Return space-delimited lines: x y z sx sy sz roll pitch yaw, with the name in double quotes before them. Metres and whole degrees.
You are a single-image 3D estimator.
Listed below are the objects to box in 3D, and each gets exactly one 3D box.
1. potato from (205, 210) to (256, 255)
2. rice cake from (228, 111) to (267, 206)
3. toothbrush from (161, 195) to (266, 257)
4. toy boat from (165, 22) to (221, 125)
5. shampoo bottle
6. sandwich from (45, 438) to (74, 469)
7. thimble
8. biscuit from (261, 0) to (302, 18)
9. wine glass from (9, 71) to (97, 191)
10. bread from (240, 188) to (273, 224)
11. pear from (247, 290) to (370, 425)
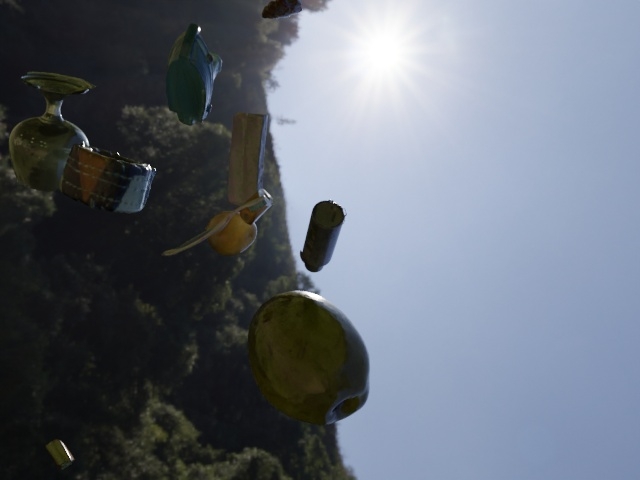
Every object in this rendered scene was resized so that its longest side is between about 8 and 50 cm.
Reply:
"potato" -0.300 -0.025 2.152 0.234 0.146 0.150 16 -88 67
"rice cake" -0.220 -0.240 1.960 0.050 0.106 0.298 -50 150 -61
"toothbrush" -0.241 -0.029 1.477 0.027 0.269 0.021 61 1 -16
"toy boat" -0.239 -0.319 1.235 0.215 0.088 0.102 105 3 -58
"shampoo bottle" 0.000 0.000 1.338 0.214 0.072 0.072 106 -23 -59
"sandwich" -0.486 0.410 1.230 0.083 0.031 0.044 27 -35 47
"thimble" -0.574 -0.166 1.775 0.237 0.237 0.150 32 -77 60
"biscuit" -0.116 -0.675 1.910 0.129 0.119 0.019 -10 -98 30
"wine glass" -0.805 -0.321 1.956 0.238 0.238 0.323 50 -52 54
"bread" -0.146 -0.087 1.542 0.103 0.049 0.062 -49 -177 -26
"pear" -0.026 0.244 1.403 0.307 0.252 0.253 61 -43 33
